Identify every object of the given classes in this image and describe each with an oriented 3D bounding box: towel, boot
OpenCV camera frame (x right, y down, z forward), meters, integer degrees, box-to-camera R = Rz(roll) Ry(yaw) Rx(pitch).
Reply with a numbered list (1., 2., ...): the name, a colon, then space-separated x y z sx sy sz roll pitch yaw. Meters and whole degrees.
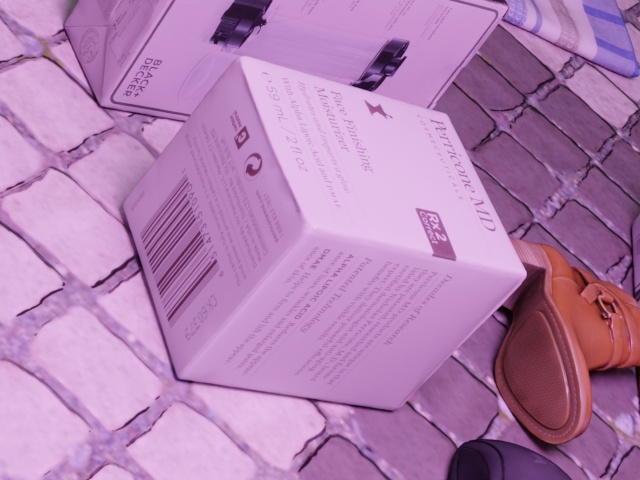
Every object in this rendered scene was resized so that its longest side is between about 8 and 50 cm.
1. towel: 0.195 -0.283 1.845 0.285 0.034 0.209 22 37 -27
2. boot: 0.199 0.079 1.366 0.152 0.073 0.197 20 39 -36

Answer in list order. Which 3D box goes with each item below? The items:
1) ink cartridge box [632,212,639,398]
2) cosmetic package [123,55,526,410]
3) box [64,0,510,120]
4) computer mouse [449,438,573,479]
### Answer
1. ink cartridge box: 0.370 0.062 1.501 0.197 0.114 0.273 24 33 -9
2. cosmetic package: 0.000 0.000 1.176 0.184 0.151 0.151 11 43 -38
3. box: -0.021 -0.164 1.349 0.290 0.169 0.087 7 42 -40
4. computer mouse: 0.169 0.230 1.154 0.184 0.060 0.262 29 34 -16
